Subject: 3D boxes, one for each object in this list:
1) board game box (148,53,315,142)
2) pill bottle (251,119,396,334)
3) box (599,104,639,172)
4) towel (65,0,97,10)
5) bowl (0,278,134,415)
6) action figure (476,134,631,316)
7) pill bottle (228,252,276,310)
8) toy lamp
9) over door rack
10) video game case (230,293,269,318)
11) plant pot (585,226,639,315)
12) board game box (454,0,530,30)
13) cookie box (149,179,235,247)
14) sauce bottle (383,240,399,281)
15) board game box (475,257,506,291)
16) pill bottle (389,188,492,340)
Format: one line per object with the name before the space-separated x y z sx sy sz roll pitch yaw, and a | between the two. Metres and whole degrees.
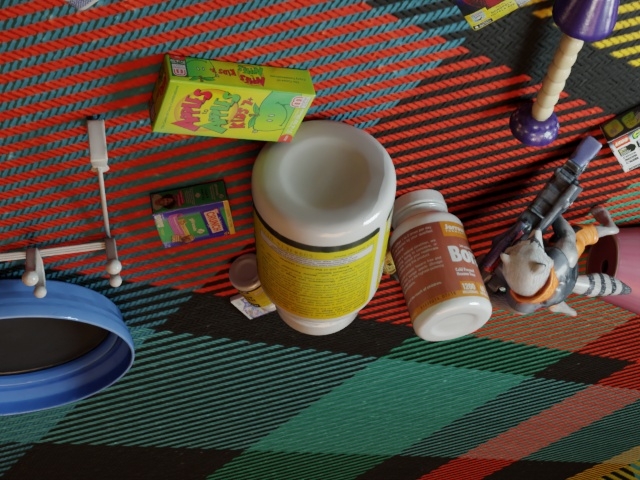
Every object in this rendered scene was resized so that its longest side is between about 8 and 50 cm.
board game box | -0.108 -0.169 1.093 0.181 0.043 0.092 1 147 -25
pill bottle | 0.000 0.000 1.277 0.188 0.188 0.334 -10 149 -8
box | 0.533 -0.183 1.347 0.207 0.036 0.114 -26 147 20
towel | -0.247 -0.328 0.784 0.209 0.034 0.285 -28 145 26
bowl | -0.503 0.179 1.464 0.391 0.077 0.391 -11 151 -6
action figure | 0.391 0.015 1.430 0.330 0.178 0.341 -4 134 -53
pill bottle | -0.101 0.073 1.477 0.065 0.065 0.116 -19 149 9
toy lamp | 0.308 -0.229 1.140 0.080 0.080 0.274 -8 152 -10
over door rack | -0.389 -0.010 1.179 0.239 0.108 0.324 -7 149 -13
video game case | -0.086 0.100 1.582 0.122 0.011 0.087 -21 149 11
plant pot | 0.593 0.055 1.635 0.180 0.201 0.201 9 145 -8
board game box | 0.204 -0.335 0.933 0.194 0.060 0.194 -26 147 19
cookie box | -0.181 -0.037 1.285 0.107 0.040 0.092 -12 149 -5
sauce bottle | 0.115 0.034 1.527 0.042 0.042 0.128 -22 148 13
board game box | 0.259 0.079 1.677 0.186 0.026 0.126 -14 149 1
pill bottle | 0.174 0.034 1.379 0.121 0.216 0.121 -11 150 -6
